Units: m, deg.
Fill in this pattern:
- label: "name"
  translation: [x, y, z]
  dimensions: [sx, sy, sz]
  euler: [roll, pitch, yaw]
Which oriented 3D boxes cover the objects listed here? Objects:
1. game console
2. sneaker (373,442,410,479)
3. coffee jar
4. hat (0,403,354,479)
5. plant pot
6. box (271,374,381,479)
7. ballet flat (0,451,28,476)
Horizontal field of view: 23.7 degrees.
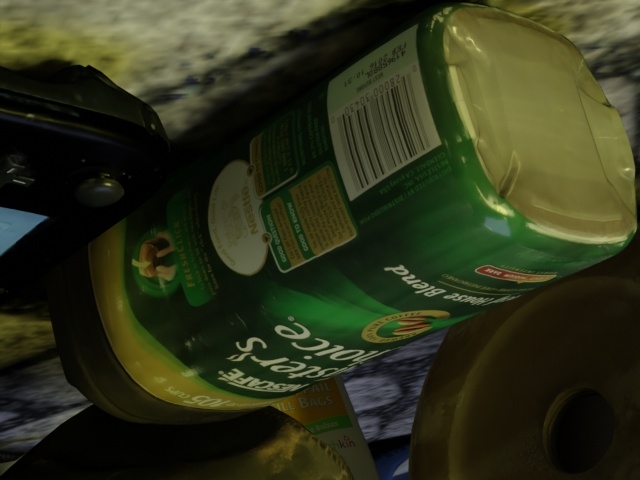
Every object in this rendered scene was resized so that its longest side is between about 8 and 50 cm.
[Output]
- label: "game console"
  translation: [-0.194, 0.031, 0.487]
  dimensions: [0.213, 0.044, 0.361]
  euler: [2, 156, -42]
- label: "sneaker"
  translation: [0.120, 0.225, 1.208]
  dimensions: [0.112, 0.131, 0.296]
  euler: [-25, 159, 37]
- label: "coffee jar"
  translation: [0.000, 0.000, 0.482]
  dimensions: [0.184, 0.079, 0.096]
  euler: [-27, 159, 37]
- label: "hat"
  translation: [-0.053, 0.138, 0.592]
  dimensions: [0.134, 0.331, 0.331]
  euler: [-51, -179, -29]
- label: "plant pot"
  translation: [0.201, 0.122, 0.731]
  dimensions: [0.280, 0.323, 0.323]
  euler: [24, 141, -38]
- label: "box"
  translation: [-0.021, 0.179, 0.784]
  dimensions: [0.103, 0.203, 0.114]
  euler: [-6, 146, -24]
- label: "ballet flat"
  translation: [-0.137, 0.151, 0.882]
  dimensions: [0.079, 0.077, 0.221]
  euler: [-44, 152, 20]
